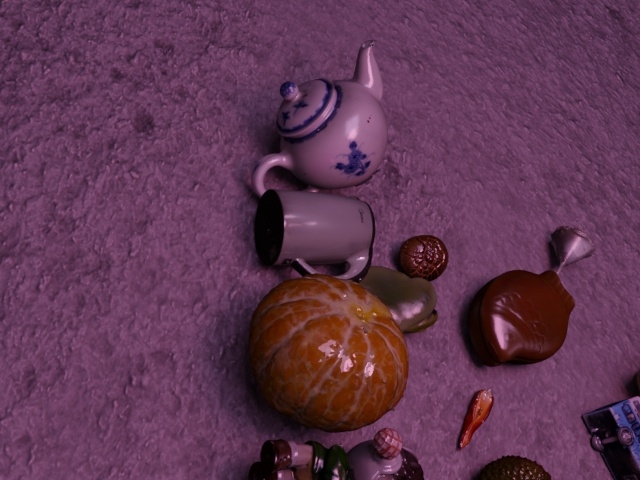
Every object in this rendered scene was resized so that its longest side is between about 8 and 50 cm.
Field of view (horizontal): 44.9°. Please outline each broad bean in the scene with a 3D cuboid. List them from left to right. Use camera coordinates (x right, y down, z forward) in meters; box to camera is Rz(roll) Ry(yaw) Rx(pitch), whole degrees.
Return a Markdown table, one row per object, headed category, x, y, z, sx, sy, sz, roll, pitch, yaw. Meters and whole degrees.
| category | x | y | z | sx | sy | sz | roll | pitch | yaw |
| --- | --- | --- | --- | --- | --- | --- | --- | --- | --- |
| broad bean | 0.152 | 0.138 | 1.716 | 0.227 | 0.100 | 0.169 | 20 | 51 | -1 |

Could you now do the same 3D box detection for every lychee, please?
| category | x | y | z | sx | sy | sz | roll | pitch | yaw |
| --- | --- | --- | --- | --- | --- | --- | --- | --- | --- |
| lychee | 0.408 | 0.525 | 1.605 | 0.171 | 0.171 | 0.171 | 10 | 63 | -20 |

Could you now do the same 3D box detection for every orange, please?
| category | x | y | z | sx | sy | sz | roll | pitch | yaw |
| --- | --- | --- | --- | --- | --- | --- | --- | --- | --- |
| orange | 0.014 | 0.220 | 1.496 | 0.329 | 0.249 | 0.329 | 20 | 35 | -15 |

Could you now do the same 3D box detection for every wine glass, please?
| category | x | y | z | sx | sy | sz | roll | pitch | yaw |
| --- | --- | --- | --- | --- | --- | --- | --- | --- | --- |
| wine glass | 0.603 | 0.067 | 1.949 | 0.122 | 0.122 | 0.183 | 38 | 63 | -4 |

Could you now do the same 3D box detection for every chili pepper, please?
| category | x | y | z | sx | sy | sz | roll | pitch | yaw |
| --- | --- | --- | --- | --- | --- | --- | --- | --- | --- |
| chili pepper | 0.341 | 0.397 | 1.715 | 0.045 | 0.027 | 0.178 | 35 | 57 | -1 |

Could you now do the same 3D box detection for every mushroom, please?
| category | x | y | z | sx | sy | sz | roll | pitch | yaw |
| --- | --- | --- | --- | --- | --- | --- | --- | --- | --- |
| mushroom | 0.240 | 0.039 | 1.802 | 0.126 | 0.085 | 0.109 | -12 | 73 | -23 |

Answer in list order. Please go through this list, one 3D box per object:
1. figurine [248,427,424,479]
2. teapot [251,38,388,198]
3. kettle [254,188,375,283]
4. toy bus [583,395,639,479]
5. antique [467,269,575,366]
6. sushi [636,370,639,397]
| category | x | y | z | sx | sy | sz | roll | pitch | yaw |
| --- | --- | --- | --- | --- | --- | --- | --- | --- | --- |
| figurine | 0.049 | 0.452 | 1.453 | 0.369 | 0.281 | 0.167 | 18 | 18 | -26 |
| teapot | 0.006 | -0.253 | 1.717 | 0.424 | 0.252 | 0.280 | -49 | 126 | 1 |
| kettle | 0.000 | 0.000 | 1.665 | 0.236 | 0.161 | 0.221 | 1 | 62 | -27 |
| toy bus | 0.740 | 0.517 | 1.799 | 0.130 | 0.106 | 0.297 | -16 | 76 | -32 |
| antique | 0.460 | 0.183 | 1.802 | 0.278 | 0.129 | 0.224 | -37 | 88 | -28 |
| sushi | 0.878 | 0.336 | 1.874 | 0.270 | 0.236 | 0.171 | -25 | 84 | -47 |
